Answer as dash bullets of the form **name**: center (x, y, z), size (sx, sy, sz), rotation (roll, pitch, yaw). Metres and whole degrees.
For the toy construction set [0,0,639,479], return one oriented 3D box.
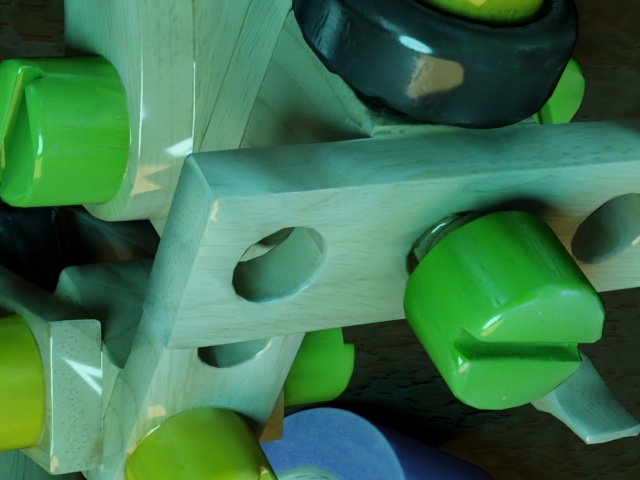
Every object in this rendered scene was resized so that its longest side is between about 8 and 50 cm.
- **toy construction set**: center (0.000, 0.000, 0.503), size (0.309, 0.237, 0.257), rotation (21, 109, -47)

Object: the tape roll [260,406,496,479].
- **tape roll**: center (0.007, 0.179, 0.911), size (0.080, 0.189, 0.189), rotation (27, 142, -32)

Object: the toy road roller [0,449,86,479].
- **toy road roller**: center (-0.205, 0.020, 0.663), size (0.329, 0.202, 0.240), rotation (21, 134, -25)
